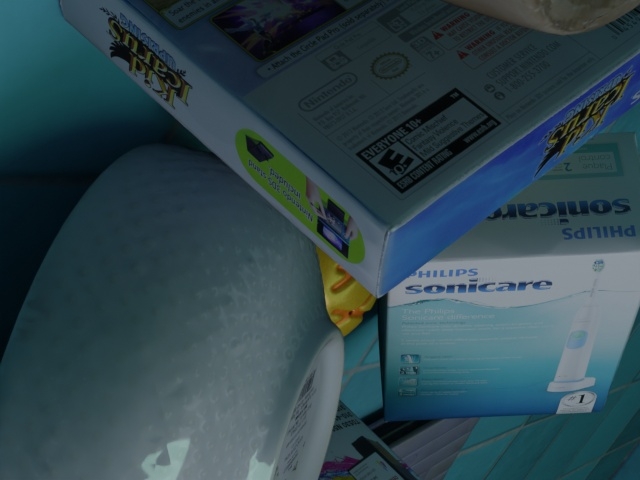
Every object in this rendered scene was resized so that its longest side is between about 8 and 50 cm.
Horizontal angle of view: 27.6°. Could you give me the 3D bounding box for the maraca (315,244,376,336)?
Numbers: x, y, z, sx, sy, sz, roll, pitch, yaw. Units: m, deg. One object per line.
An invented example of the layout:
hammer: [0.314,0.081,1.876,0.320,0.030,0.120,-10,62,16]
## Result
maraca: [0.000,0.000,0.993,0.127,0.099,0.185,-61,158,-57]

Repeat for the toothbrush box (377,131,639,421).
toothbrush box: [0.160,0.042,1.160,0.216,0.126,0.295,-3,148,1]

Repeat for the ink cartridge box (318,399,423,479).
ink cartridge box: [-0.016,0.235,1.088,0.201,0.278,0.117,-9,135,-55]

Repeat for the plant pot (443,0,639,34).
plant pot: [0.037,-0.229,0.497,0.323,0.280,0.323,-38,155,-22]

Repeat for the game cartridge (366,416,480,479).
game cartridge: [0.050,0.296,1.559,0.355,0.068,0.230,-19,147,-47]

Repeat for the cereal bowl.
cereal bowl: [-0.076,0.114,0.814,0.339,0.141,0.339,15,90,-77]

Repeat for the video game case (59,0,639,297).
video game case: [0.042,-0.129,0.691,0.269,0.244,0.061,-35,154,-27]
